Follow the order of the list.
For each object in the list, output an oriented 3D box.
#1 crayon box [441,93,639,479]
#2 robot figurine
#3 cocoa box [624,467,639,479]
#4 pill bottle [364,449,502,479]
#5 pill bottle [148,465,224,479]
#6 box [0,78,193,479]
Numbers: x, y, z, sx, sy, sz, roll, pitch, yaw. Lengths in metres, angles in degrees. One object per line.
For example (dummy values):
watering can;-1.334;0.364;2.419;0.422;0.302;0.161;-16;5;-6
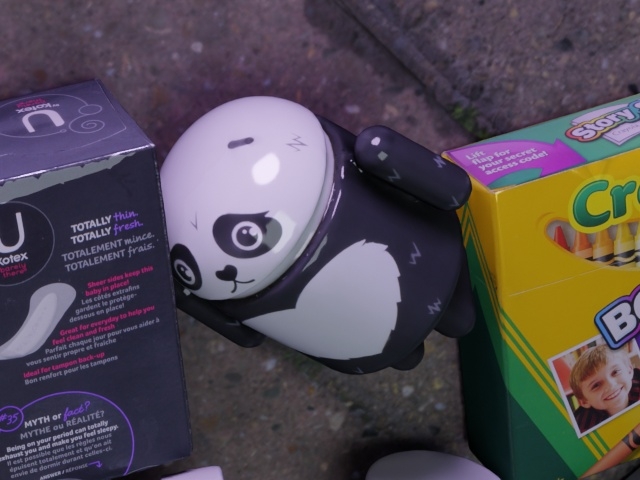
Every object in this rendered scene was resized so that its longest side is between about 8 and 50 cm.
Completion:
crayon box;0.300;0.027;1.728;0.363;0.106;0.313;-18;122;-17
robot figurine;-0.001;0.003;1.524;0.278;0.173;0.209;30;90;-35
cocoa box;0.439;0.311;1.872;0.347;0.228;0.231;-39;126;-3
pill bottle;0.078;0.355;1.749;0.176;0.176;0.318;-3;117;-25
pill bottle;-0.235;0.295;1.499;0.361;0.204;0.204;-12;121;-4
box;-0.204;0.039;1.461;0.165;0.143;0.270;-15;121;-18
